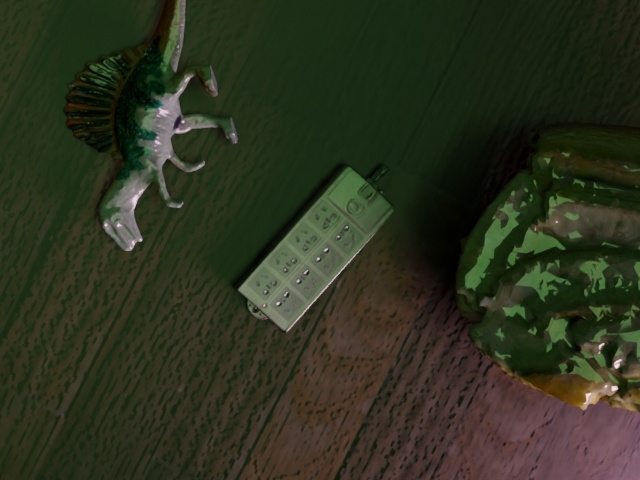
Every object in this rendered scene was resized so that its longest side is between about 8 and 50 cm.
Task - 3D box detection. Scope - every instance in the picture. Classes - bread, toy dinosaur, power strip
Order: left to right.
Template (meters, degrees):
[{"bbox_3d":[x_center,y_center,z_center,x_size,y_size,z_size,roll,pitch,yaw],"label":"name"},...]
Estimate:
[{"bbox_3d":[-0.118,-0.094,1.125,0.106,0.044,0.187,-15,100,6],"label":"toy dinosaur"},{"bbox_3d":[0.000,0.000,1.166,0.051,0.019,0.136,43,87,-11],"label":"power strip"},{"bbox_3d":[0.218,0.018,1.125,0.257,0.124,0.186,2,95,8],"label":"bread"}]
